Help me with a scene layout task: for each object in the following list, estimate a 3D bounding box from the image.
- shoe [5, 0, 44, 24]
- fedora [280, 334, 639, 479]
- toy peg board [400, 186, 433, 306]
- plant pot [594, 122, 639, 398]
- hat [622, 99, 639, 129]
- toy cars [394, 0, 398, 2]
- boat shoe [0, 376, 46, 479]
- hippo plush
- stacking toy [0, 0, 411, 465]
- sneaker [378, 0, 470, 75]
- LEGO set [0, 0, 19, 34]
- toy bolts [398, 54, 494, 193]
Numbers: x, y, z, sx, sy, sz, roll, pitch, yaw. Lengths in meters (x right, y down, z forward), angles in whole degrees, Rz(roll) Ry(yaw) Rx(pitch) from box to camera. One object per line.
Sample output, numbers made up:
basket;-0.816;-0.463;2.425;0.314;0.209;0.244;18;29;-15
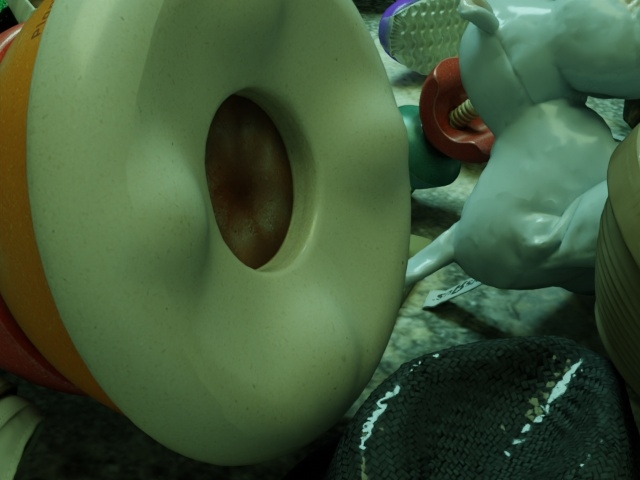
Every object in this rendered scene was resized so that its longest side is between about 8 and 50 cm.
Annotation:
shoe;-0.220;-0.195;0.927;0.076;0.058;0.219;-36;48;-13
fedora;0.100;0.160;0.651;0.334;0.153;0.334;2;33;-1
toy peg board;0.000;0.000;0.960;0.160;0.079;0.161;14;34;18
plant pot;0.245;0.043;0.667;0.237;0.110;0.237;25;38;-21
hat;0.406;-0.160;1.183;0.331;0.134;0.331;18;32;-11
toy cars;0.169;-0.412;1.552;0.393;0.177;0.087;-17;10;-27
boat shoe;-0.214;0.198;0.632;0.103;0.113;0.302;25;32;-3
hippo plush;0.203;-0.081;0.900;0.294;0.237;0.234;-11;-11;31
stacking toy;-0.205;-0.024;0.814;0.479;0.351;0.350;-5;25;35
sneaker;0.156;-0.282;1.399;0.293;0.102;0.146;-20;35;-38
LEGO set;-0.178;-0.128;1.028;0.331;0.192;0.255;-18;46;3
toy bolts;0.152;-0.082;1.095;0.228;0.158;0.218;-18;78;-44
